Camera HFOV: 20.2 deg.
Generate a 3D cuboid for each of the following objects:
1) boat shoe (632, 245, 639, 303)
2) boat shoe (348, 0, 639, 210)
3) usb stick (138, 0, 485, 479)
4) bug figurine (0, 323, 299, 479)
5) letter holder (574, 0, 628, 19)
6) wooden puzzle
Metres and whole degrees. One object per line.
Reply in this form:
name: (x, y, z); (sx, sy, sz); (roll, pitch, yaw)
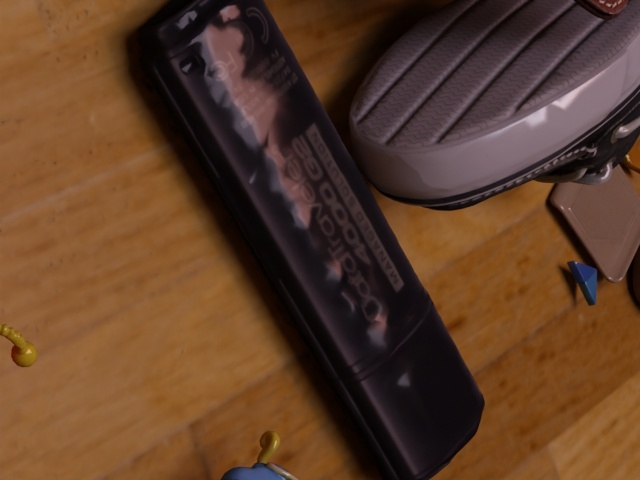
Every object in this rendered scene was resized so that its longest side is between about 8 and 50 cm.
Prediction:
boat shoe: (0.280, 0.045, 1.155); (0.190, 0.072, 0.068); (19, 70, -44)
boat shoe: (0.144, -0.085, 0.997); (0.335, 0.121, 0.119); (-35, 133, -38)
usb stick: (0.000, 0.000, 0.889); (0.077, 0.045, 0.278); (-44, 115, -33)
bug figurine: (-0.109, 0.142, 0.730); (0.279, 0.072, 0.216); (34, 61, -39)
letter holder: (0.041, -0.258, 0.900); (0.302, 0.152, 0.214); (42, 58, -34)
wooden puzzle: (0.171, -0.021, 1.096); (0.078, 0.014, 0.116); (55, 49, -19)
